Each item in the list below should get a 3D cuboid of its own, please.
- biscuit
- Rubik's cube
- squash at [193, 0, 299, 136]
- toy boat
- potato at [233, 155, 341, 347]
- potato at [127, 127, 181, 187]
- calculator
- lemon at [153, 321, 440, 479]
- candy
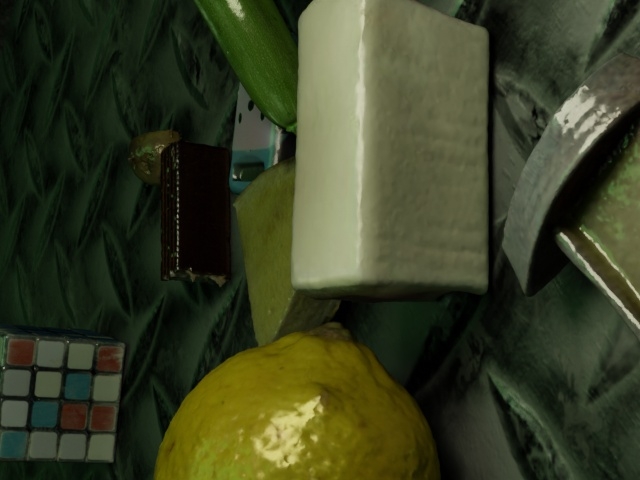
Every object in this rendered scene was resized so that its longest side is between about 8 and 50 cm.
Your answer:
[{"bbox_3d":[-0.211,-0.041,2.107,0.070,0.106,0.252,-25,63,56],"label":"biscuit"},{"bbox_3d":[-0.563,0.308,2.533,0.256,0.259,0.253,6,87,62],"label":"Rubik's cube"},{"bbox_3d":[-0.108,-0.318,1.826,0.107,0.107,0.395,-20,100,59],"label":"squash"},{"bbox_3d":[0.306,-0.031,1.162,0.293,0.111,0.276,33,114,45],"label":"toy boat"},{"bbox_3d":[0.000,0.000,1.704,0.255,0.112,0.269,-45,49,45],"label":"potato"},{"bbox_3d":[-0.338,-0.150,2.385,0.172,0.089,0.100,-20,69,58],"label":"potato"},{"bbox_3d":[-0.086,-0.191,1.965,0.173,0.051,0.293,4,88,61],"label":"calculator"},{"bbox_3d":[-0.025,0.285,1.453,0.350,0.350,0.387,-1,80,62],"label":"lemon"},{"bbox_3d":[0.086,-0.104,1.458,0.145,0.208,0.358,-13,72,60],"label":"candy"}]
